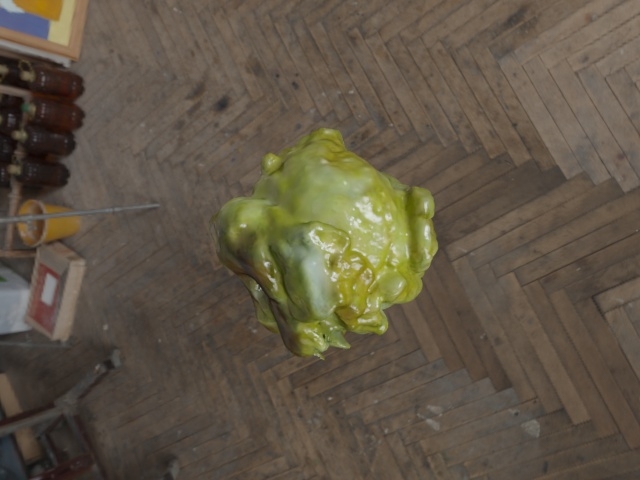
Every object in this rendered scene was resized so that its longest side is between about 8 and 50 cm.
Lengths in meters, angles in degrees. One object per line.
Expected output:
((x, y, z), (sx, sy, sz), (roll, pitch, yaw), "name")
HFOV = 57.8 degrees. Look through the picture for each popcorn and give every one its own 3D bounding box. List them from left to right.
((0.016, 0.000, 0.831), (0.312, 0.312, 0.312), (1, 91, 29), "popcorn")
